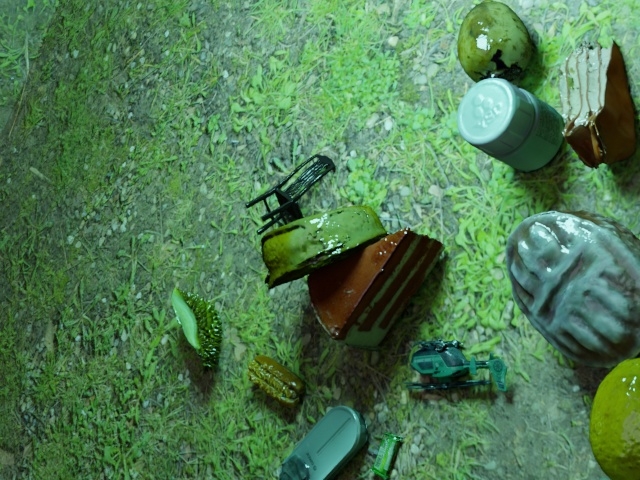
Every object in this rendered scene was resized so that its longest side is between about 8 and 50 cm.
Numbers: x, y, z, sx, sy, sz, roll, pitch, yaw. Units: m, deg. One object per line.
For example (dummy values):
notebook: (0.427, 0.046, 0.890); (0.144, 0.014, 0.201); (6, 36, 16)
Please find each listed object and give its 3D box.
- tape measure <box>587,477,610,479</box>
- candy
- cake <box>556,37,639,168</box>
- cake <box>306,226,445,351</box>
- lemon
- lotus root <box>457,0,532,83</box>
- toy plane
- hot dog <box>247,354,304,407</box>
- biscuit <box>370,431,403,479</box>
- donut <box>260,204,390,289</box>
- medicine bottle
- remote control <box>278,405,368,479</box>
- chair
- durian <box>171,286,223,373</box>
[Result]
tape measure: (0.446, 0.443, 1.401); (0.265, 0.258, 0.130); (27, 97, 28)
candy: (0.434, 0.072, 1.585); (0.289, 0.157, 0.214); (48, 126, 34)
cake: (0.477, -0.239, 1.695); (0.098, 0.135, 0.287); (-29, 40, 41)
cake: (0.102, 0.062, 1.909); (0.159, 0.158, 0.262); (45, 107, 41)
lemon: (0.493, 0.274, 1.442); (0.192, 0.192, 0.231); (3, 78, 44)
lotus root: (0.322, -0.379, 1.855); (0.138, 0.138, 0.214); (-38, 43, 30)
toy plane: (0.241, 0.228, 1.793); (0.235, 0.060, 0.096); (-9, 79, 45)
hot dog: (-0.098, 0.298, 2.106); (0.165, 0.045, 0.071); (27, 99, 44)
biscuit: (0.126, 0.409, 1.878); (0.046, 0.016, 0.089); (20, 92, 44)
donut: (0.000, 0.000, 1.943); (0.272, 0.272, 0.107); (-25, 86, 37)
medicine bottle: (0.338, -0.204, 1.749); (0.135, 0.168, 0.135); (-14, 70, 41)
remote control: (0.004, 0.431, 1.964); (0.247, 0.052, 0.104); (-50, 48, 22)
chair: (-0.050, -0.090, 2.166); (0.212, 0.101, 0.084); (-36, 45, -16)
durian: (-0.269, 0.206, 2.266); (0.096, 0.137, 0.220); (-22, 51, -1)
